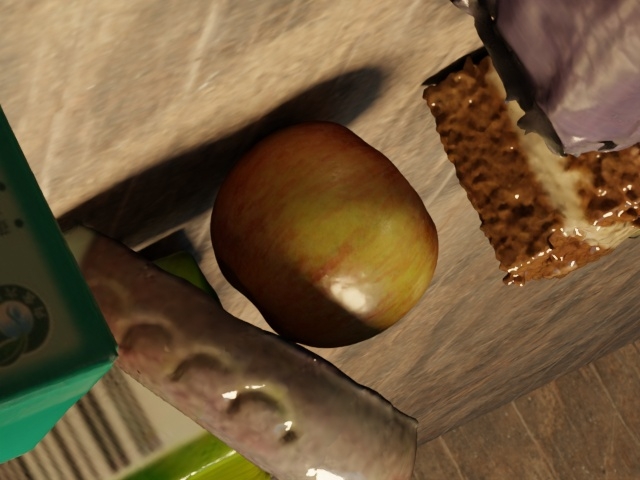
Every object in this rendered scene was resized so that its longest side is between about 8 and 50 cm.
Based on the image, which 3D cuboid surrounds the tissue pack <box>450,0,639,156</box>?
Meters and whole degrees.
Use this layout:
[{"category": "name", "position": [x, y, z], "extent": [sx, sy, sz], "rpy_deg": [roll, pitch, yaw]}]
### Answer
[{"category": "tissue pack", "position": [0.223, -0.179, 0.808], "extent": [0.242, 0.125, 0.344], "rpy_deg": [-22, 165, -23]}]

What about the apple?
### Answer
[{"category": "apple", "position": [-0.001, -0.002, 1.053], "extent": [0.102, 0.126, 0.126], "rpy_deg": [-38, 170, -10]}]

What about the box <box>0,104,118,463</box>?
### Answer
[{"category": "box", "position": [-0.209, 0.027, 0.636], "extent": [0.245, 0.153, 0.092], "rpy_deg": [-18, 164, -35]}]

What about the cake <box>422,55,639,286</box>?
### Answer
[{"category": "cake", "position": [0.158, -0.061, 1.139], "extent": [0.147, 0.134, 0.135], "rpy_deg": [-25, 171, 18]}]

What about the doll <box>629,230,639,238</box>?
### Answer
[{"category": "doll", "position": [0.296, -0.098, 1.443], "extent": [0.286, 0.091, 0.202], "rpy_deg": [-44, 175, 20]}]

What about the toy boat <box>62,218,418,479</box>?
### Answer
[{"category": "toy boat", "position": [-0.056, 0.079, 1.046], "extent": [0.085, 0.227, 0.155], "rpy_deg": [-58, 170, -6]}]

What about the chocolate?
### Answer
[{"category": "chocolate", "position": [-0.178, 0.150, 1.261], "extent": [0.301, 0.137, 0.289], "rpy_deg": [-27, 168, -5]}]
